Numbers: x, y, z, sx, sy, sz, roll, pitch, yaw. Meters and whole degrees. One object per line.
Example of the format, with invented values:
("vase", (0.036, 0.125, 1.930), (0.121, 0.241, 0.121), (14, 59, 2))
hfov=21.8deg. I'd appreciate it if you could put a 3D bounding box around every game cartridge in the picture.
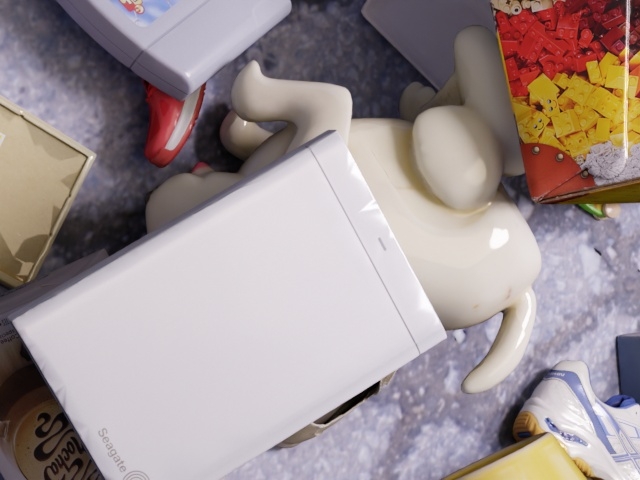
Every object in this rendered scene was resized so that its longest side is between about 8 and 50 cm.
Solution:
("game cartridge", (-0.190, -0.296, 1.713), (0.297, 0.062, 0.198), (47, 53, -3))

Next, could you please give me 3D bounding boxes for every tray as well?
("tray", (0.170, -0.233, 1.979), (0.270, 0.030, 0.145), (42, 68, -21))

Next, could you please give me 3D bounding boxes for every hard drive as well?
("hard drive", (-0.082, 0.082, 1.564), (0.353, 0.047, 0.233), (-31, 102, -11))

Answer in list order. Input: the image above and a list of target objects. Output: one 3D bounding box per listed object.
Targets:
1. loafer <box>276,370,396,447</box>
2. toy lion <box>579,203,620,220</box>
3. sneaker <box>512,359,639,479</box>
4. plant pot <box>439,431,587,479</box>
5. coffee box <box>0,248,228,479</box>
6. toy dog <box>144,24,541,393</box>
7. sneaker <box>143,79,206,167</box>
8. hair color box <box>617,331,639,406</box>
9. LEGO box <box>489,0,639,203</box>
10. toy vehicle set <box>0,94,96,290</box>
("loafer", (0.043, 0.131, 1.857), (0.102, 0.092, 0.268), (49, 67, -19))
("toy lion", (0.342, -0.088, 2.072), (0.096, 0.034, 0.100), (28, 75, -18))
("sneaker", (0.375, 0.261, 2.029), (0.296, 0.112, 0.131), (41, 70, -23))
("plant pot", (0.243, 0.358, 1.888), (0.254, 0.254, 0.239), (-22, 83, -28))
("coffee box", (-0.230, 0.183, 1.645), (0.168, 0.119, 0.297), (-24, 102, 16))
("toy dog", (0.000, 0.000, 1.749), (0.408, 0.284, 0.395), (-16, 91, -17))
("sneaker", (-0.186, -0.193, 1.760), (0.128, 0.087, 0.221), (20, 66, -19))
("hair color box", (0.583, 0.157, 2.106), (0.374, 0.185, 0.113), (-5, 90, -29))
("LEGO box", (0.351, -0.238, 1.819), (0.500, 0.193, 0.372), (-2, 80, -66))
("toy vehicle set", (-0.374, -0.080, 1.664), (0.267, 0.035, 0.166), (32, 73, -24))
